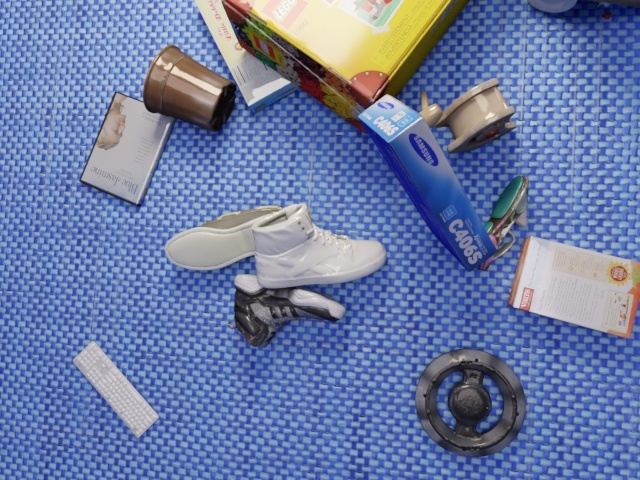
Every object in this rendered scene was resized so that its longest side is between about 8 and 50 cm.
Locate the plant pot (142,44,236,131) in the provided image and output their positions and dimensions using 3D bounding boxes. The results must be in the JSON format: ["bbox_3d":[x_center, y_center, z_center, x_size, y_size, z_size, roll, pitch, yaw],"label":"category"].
[{"bbox_3d":[-0.298,-0.347,1.178,0.165,0.167,0.166,24,90,3],"label":"plant pot"}]

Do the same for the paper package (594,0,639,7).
[{"bbox_3d":[0.559,-0.632,0.930,0.310,0.168,0.324,-6,85,-23],"label":"paper package"}]

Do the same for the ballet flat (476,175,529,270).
[{"bbox_3d":[0.395,-0.031,1.080,0.079,0.077,0.221,32,97,-8],"label":"ballet flat"}]

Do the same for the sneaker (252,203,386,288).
[{"bbox_3d":[0.000,0.000,1.071,0.293,0.108,0.169,-9,118,-7],"label":"sneaker"}]

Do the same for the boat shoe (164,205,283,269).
[{"bbox_3d":[-0.210,-0.009,1.168,0.305,0.091,0.109,-13,115,9],"label":"boat shoe"}]

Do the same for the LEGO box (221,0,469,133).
[{"bbox_3d":[0.102,-0.549,1.063,0.372,0.193,0.500,37,86,7],"label":"LEGO box"}]

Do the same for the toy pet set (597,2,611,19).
[{"bbox_3d":[0.645,-0.564,1.071,0.122,0.065,0.114,-33,81,6],"label":"toy pet set"}]

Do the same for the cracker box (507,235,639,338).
[{"bbox_3d":[0.530,0.095,1.044,0.232,0.067,0.155,15,88,10],"label":"cracker box"}]

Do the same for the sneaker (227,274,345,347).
[{"bbox_3d":[-0.083,0.175,1.131,0.269,0.101,0.153,14,89,16],"label":"sneaker"}]

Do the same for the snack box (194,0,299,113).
[{"bbox_3d":[-0.156,-0.493,1.206,0.187,0.060,0.321,-27,82,5],"label":"snack box"}]

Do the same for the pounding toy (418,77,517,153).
[{"bbox_3d":[0.303,-0.279,1.014,0.154,0.270,0.154,-32,80,40],"label":"pounding toy"}]

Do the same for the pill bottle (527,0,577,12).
[{"bbox_3d":[0.525,-0.602,1.069,0.112,0.112,0.186,23,86,11],"label":"pill bottle"}]

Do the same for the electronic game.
[{"bbox_3d":[0.320,0.347,1.072,0.229,0.048,0.229,0,88,10],"label":"electronic game"}]

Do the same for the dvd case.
[{"bbox_3d":[-0.488,-0.233,1.265,0.180,0.022,0.252,22,90,10],"label":"dvd case"}]

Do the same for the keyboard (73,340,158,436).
[{"bbox_3d":[-0.505,0.364,1.231,0.256,0.014,0.072,44,94,9],"label":"keyboard"}]

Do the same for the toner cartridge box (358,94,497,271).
[{"bbox_3d":[0.212,-0.106,0.971,0.075,0.165,0.348,-37,123,5],"label":"toner cartridge box"}]
